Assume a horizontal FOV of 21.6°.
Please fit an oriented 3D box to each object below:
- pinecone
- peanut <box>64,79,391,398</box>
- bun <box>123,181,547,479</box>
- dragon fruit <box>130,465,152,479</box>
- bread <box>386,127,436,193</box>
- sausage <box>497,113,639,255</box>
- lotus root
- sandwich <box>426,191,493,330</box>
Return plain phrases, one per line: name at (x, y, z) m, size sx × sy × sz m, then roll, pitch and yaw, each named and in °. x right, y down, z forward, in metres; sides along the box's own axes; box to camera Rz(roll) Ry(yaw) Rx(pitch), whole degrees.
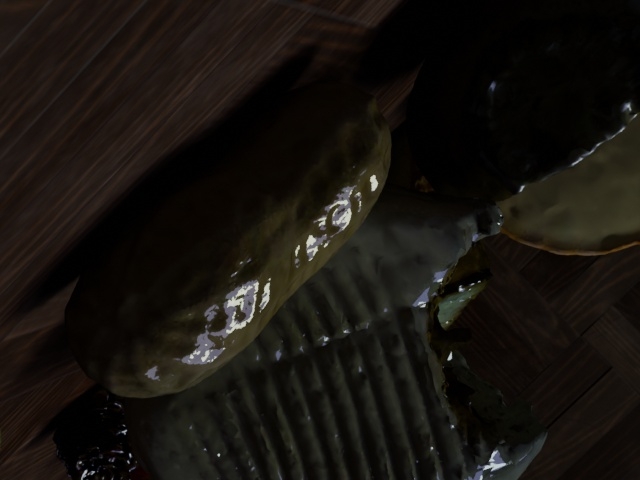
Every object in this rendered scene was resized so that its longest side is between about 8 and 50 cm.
pinecone at (-0.173, 0.163, 1.328) m, size 0.077 × 0.083 × 0.077 m, roll -10°, pitch 136°, yaw -9°
peanut at (-0.045, -0.003, 0.920) m, size 0.226 × 0.095 × 0.108 m, roll -43°, pitch 176°, yaw -20°
bun at (-0.001, 0.077, 1.105) m, size 0.281 × 0.281 × 0.205 m, roll -45°, pitch -166°, yaw 6°
dragon fruit at (-0.155, 0.175, 1.486) m, size 0.111 × 0.153 × 0.153 m, roll 20°, pitch 122°, yaw -44°
bread at (0.080, -0.011, 1.513) m, size 0.103 × 0.065 × 0.187 m, roll -33°, pitch -132°, yaw 52°
sausage at (0.231, -0.106, 1.487) m, size 0.233 × 0.233 × 0.287 m, roll -45°, pitch 176°, yaw 9°
lotus root at (0.149, -0.128, 1.140) m, size 0.267 × 0.149 × 0.260 m, roll -40°, pitch 180°, yaw 28°
sandwich at (-0.022, 0.082, 1.356) m, size 0.249 × 0.095 × 0.273 m, roll -19°, pitch 163°, yaw -24°
